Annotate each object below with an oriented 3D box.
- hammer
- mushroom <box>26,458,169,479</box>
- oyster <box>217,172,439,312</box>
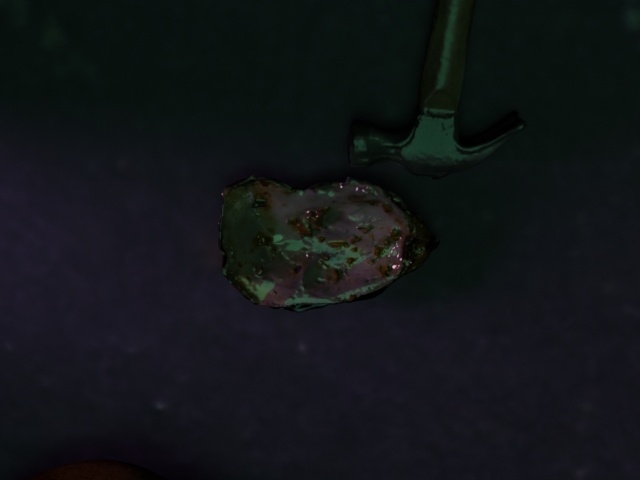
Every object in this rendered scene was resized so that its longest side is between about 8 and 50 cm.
[{"bbox_3d":[0.054,-0.107,0.556,0.062,0.017,0.182,8,112,-5],"label":"hammer"},{"bbox_3d":[-0.089,0.147,0.635,0.127,0.087,0.127,2,99,17],"label":"mushroom"},{"bbox_3d":[0.003,0.000,0.599,0.083,0.019,0.054,1,111,0],"label":"oyster"}]
